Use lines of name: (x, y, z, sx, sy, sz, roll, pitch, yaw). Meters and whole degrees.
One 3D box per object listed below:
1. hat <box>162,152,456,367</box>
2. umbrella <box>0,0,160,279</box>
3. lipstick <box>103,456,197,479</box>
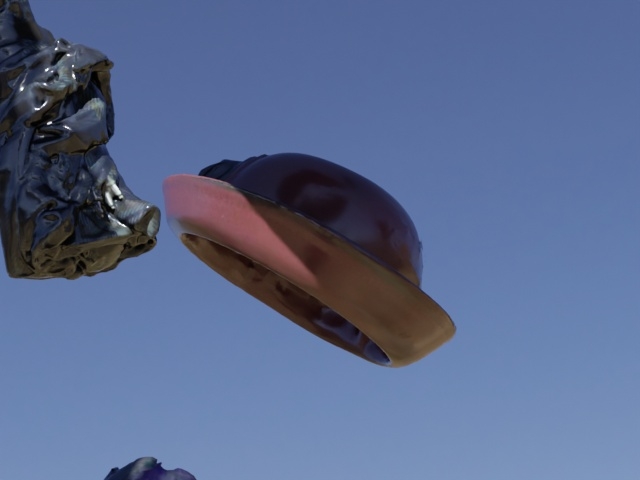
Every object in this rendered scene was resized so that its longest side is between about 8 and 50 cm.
hat: (0.000, 0.000, 1.124, 0.205, 0.089, 0.205, 30, -10, 6)
umbrella: (-0.147, -0.089, 0.879, 0.080, 0.224, 0.071, -10, -26, -42)
lipstick: (-0.150, 0.241, 0.702, 0.077, 0.418, 0.077, 15, -50, 18)
